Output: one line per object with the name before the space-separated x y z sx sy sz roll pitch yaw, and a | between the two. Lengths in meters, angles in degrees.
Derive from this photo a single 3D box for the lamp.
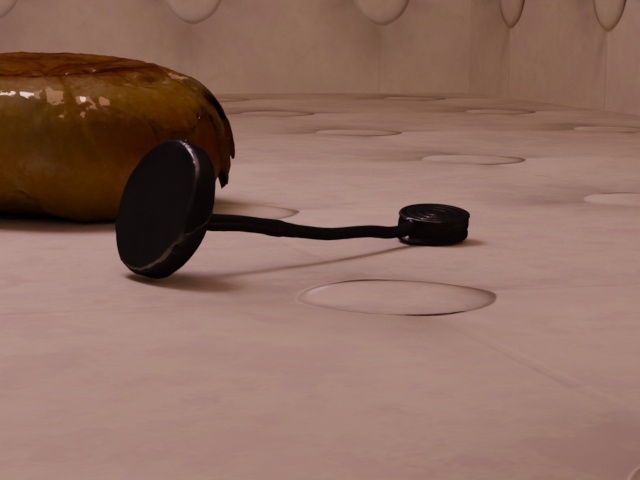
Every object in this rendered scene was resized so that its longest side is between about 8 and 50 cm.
lamp | 0.000 -0.037 1.325 0.371 0.108 0.130 -5 13 -35

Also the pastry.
pastry | -0.267 -0.106 1.628 0.356 0.164 0.356 5 13 -1
